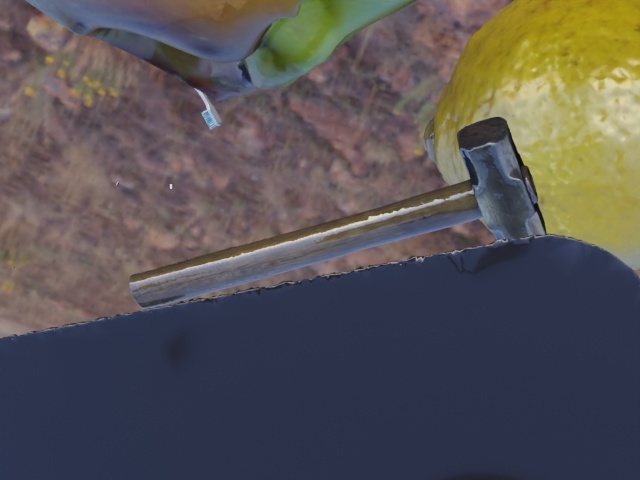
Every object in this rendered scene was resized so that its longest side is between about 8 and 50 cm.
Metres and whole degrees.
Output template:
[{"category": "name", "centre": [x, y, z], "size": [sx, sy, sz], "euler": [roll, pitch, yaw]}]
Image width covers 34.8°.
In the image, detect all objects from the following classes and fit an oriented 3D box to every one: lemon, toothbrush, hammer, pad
[{"category": "lemon", "centre": [0.312, -0.136, 1.196], "size": [0.387, 0.349, 0.350], "euler": [2, 161, 20]}, {"category": "toothbrush", "centre": [-0.144, -0.182, 1.010], "size": [0.017, 0.014, 0.162], "euler": [-28, 95, 31]}, {"category": "hammer", "centre": [0.000, 0.000, 0.861], "size": [0.365, 0.043, 0.111], "euler": [-16, 122, 18]}, {"category": "pad", "centre": [-0.016, 0.094, 0.509], "size": [0.375, 0.063, 0.315], "euler": [-11, 111, 19]}]

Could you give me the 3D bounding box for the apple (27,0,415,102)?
[{"category": "apple", "centre": [-0.025, -0.246, 0.568], "size": [0.384, 0.374, 0.374], "euler": [31, 174, 32]}]
